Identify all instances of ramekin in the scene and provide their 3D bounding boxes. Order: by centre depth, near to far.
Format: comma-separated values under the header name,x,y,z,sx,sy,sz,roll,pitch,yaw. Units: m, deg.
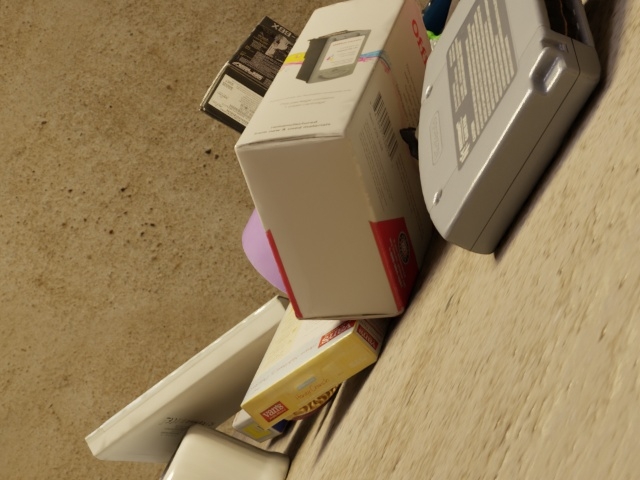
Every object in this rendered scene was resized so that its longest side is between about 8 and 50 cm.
name,x,y,z,sx,sy,sz,roll,pitch,yaw
ramekin,-0.160,0.366,1.896,0.277,0.135,0.277,-63,2,4

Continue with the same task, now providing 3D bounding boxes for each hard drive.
name,x,y,z,sx,sy,sz,roll,pitch,yaw
hard drive,-0.129,0.184,1.930,0.307,0.040,0.203,-37,-20,12

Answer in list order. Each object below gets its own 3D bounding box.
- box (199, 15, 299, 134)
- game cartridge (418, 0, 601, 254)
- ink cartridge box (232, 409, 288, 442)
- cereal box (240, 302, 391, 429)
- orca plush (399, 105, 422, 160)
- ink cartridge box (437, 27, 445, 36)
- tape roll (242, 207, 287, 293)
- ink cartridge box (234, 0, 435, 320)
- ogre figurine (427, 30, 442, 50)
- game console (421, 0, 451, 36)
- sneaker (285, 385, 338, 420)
name,x,y,z,sx,sy,sz,roll,pitch,yaw
box,0.014,-0.159,1.975,0.076,0.307,0.242,-57,5,24
game cartridge,0.144,-0.127,1.228,0.297,0.062,0.198,-88,18,-55
ink cartridge box,-0.023,0.150,2.263,0.304,0.072,0.307,-61,6,-14
cereal box,0.014,0.091,1.678,0.173,0.047,0.240,-35,16,31
orca plush,0.186,-0.166,1.446,0.151,0.102,0.287,55,142,36
ink cartridge box,0.170,-0.227,2.396,0.209,0.062,0.109,-62,0,0
tape roll,0.000,0.000,1.932,0.080,0.189,0.189,-62,2,28
ink cartridge box,0.039,-0.093,1.609,0.306,0.131,0.226,-67,-37,-52
ogre figurine,0.176,-0.250,2.229,0.197,0.097,0.118,-11,-56,-50
game console,0.083,-0.310,2.398,0.293,0.250,0.173,98,174,-72
sneaker,-0.004,0.154,1.821,0.185,0.069,0.084,-53,-3,-35
